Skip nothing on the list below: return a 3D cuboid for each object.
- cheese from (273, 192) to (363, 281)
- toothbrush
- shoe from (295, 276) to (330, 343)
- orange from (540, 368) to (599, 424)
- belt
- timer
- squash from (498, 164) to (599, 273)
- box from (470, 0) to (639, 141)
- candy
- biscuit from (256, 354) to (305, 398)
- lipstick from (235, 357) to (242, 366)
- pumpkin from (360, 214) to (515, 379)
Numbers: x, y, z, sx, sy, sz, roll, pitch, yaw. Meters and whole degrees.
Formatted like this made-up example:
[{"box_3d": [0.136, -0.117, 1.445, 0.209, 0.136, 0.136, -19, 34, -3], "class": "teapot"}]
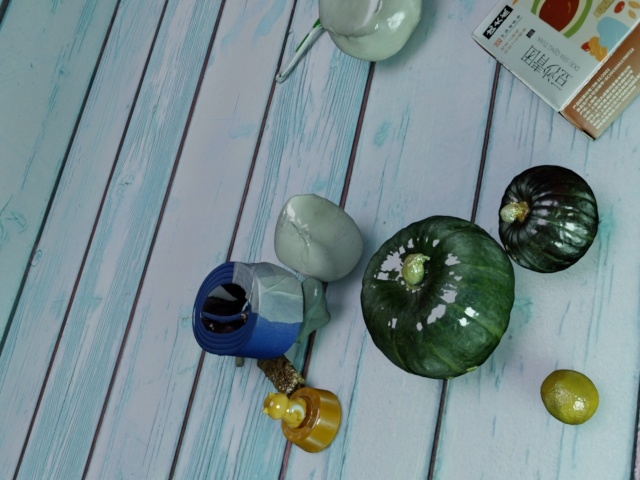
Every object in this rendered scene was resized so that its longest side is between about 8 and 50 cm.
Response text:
[{"box_3d": [0.000, 0.000, 2.001, 0.189, 0.198, 0.154, 39, 61, 19], "class": "cheese"}, {"box_3d": [0.011, -0.586, 2.495, 0.418, 0.040, 0.042, -51, 39, 21], "class": "toothbrush"}, {"box_3d": [-0.016, 0.153, 2.013, 0.195, 0.078, 0.079, 118, 150, -42], "class": "shoe"}, {"box_3d": [0.390, 0.245, 1.466, 0.085, 0.085, 0.095, -59, 39, 3], "class": "orange"}, {"box_3d": [-0.166, 0.156, 2.068, 0.347, 0.117, 0.213, -11, 70, 59], "class": "belt"}, {"box_3d": [-0.055, 0.344, 1.869, 0.132, 0.152, 0.132, -28, 48, 36], "class": "timer"}, {"box_3d": [0.388, -0.039, 1.598, 0.193, 0.156, 0.193, -48, 14, 16], "class": "squash"}, {"box_3d": [0.514, -0.435, 1.725, 0.385, 0.122, 0.344, -50, 38, 15], "class": "box"}, {"box_3d": [0.132, -0.562, 2.210, 0.295, 0.185, 0.296, -9, 75, 39], "class": "candy"}, {"box_3d": [-0.089, 0.283, 2.026, 0.064, 0.034, 0.199, -58, 29, 1], "class": "biscuit"}, {"box_3d": [-0.192, 0.254, 2.200, 0.019, 0.019, 0.094, -30, 46, 35], "class": "lipstick"}, {"box_3d": [0.206, 0.099, 1.674, 0.300, 0.207, 0.300, -20, 55, 30], "class": "pumpkin"}]
